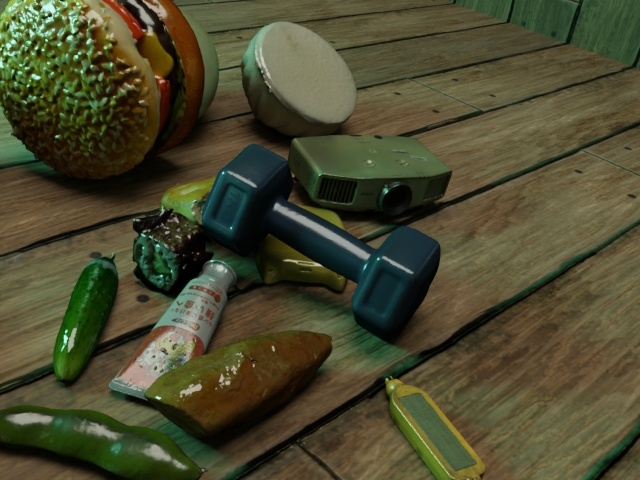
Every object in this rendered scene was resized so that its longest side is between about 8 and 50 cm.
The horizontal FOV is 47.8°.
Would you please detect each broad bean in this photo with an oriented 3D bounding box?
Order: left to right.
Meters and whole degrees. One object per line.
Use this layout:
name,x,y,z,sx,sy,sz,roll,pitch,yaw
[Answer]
broad bean,-0.237,0.206,0.741,0.254,0.046,0.065,11,38,4

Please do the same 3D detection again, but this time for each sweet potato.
sweet potato,-0.081,0.158,0.830,0.251,0.097,0.097,-15,39,-43

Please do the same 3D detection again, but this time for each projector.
projector,0.093,-0.115,1.297,0.269,0.088,0.193,-4,34,-25

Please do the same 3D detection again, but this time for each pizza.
pizza,-0.177,-0.065,1.132,0.161,0.063,0.182,-32,20,-32

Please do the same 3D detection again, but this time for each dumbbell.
dumbbell,0.000,0.000,0.994,0.324,0.144,0.160,28,48,14

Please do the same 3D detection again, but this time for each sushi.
sushi,-0.210,0.015,1.006,0.098,0.094,0.084,39,39,12

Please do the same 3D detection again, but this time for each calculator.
calculator,-0.029,-0.003,1.146,0.157,0.033,0.236,5,30,-7

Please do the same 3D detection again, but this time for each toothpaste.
toothpaste,-0.170,0.115,0.908,0.089,0.057,0.234,17,40,6

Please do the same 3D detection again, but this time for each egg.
egg,-0.309,-0.341,1.439,0.218,0.218,0.295,-5,42,-22

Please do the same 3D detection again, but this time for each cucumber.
cucumber,-0.294,0.081,0.919,0.056,0.056,0.250,5,32,-7

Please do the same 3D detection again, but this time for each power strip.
power strip,0.123,0.218,0.835,0.049,0.028,0.178,-9,36,-27

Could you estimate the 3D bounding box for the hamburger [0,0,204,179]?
hamburger,-0.373,-0.270,1.208,0.330,0.330,0.250,22,27,19

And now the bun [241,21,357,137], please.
bun,-0.069,-0.312,1.527,0.263,0.175,0.263,20,54,-30
